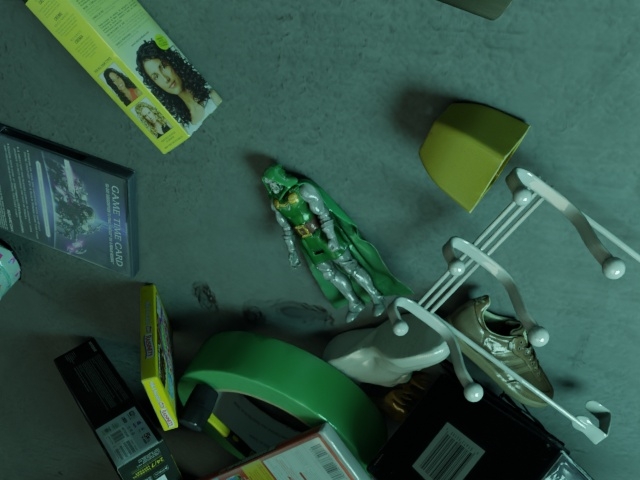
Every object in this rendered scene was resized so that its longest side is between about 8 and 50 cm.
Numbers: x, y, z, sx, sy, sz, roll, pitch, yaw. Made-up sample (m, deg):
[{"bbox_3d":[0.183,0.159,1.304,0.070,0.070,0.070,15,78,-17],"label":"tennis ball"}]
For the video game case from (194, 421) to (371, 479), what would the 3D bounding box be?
[{"bbox_3d":[-0.042,0.386,1.113,0.285,0.025,0.204,-31,100,29],"label":"video game case"}]

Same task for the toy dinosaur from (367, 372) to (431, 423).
[{"bbox_3d":[0.113,0.242,1.134,0.212,0.064,0.112,14,134,14],"label":"toy dinosaur"}]

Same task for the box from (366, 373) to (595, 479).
[{"bbox_3d":[0.256,0.356,0.975,0.294,0.182,0.296,41,175,-17],"label":"box"}]

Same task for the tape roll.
[{"bbox_3d":[-0.059,0.267,1.189,0.321,0.077,0.321,19,143,15],"label":"tape roll"}]

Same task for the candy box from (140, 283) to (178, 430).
[{"bbox_3d":[-0.236,0.166,1.149,0.027,0.206,0.105,-13,127,-4],"label":"candy box"}]

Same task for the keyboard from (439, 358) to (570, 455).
[{"bbox_3d":[0.243,0.208,1.016,0.192,0.038,0.100,36,172,42],"label":"keyboard"}]

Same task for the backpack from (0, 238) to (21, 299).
[{"bbox_3d":[-0.558,0.032,1.221,0.182,0.115,0.152,27,149,11],"label":"backpack"}]

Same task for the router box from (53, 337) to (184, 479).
[{"bbox_3d":[-0.314,0.337,1.296,0.309,0.081,0.242,37,149,47],"label":"router box"}]

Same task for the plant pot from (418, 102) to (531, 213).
[{"bbox_3d":[0.153,-0.096,0.817,0.083,0.081,0.081,35,136,11],"label":"plant pot"}]

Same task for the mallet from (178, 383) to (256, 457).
[{"bbox_3d":[-0.146,0.287,1.156,0.039,0.062,0.189,5,138,33],"label":"mallet"}]

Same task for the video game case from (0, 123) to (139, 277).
[{"bbox_3d":[-0.392,-0.062,1.139,0.274,0.026,0.196,19,134,9],"label":"video game case"}]

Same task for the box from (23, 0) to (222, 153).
[{"bbox_3d":[-0.220,-0.214,0.885,0.058,0.087,0.232,-25,115,41],"label":"box"}]

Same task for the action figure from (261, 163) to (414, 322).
[{"bbox_3d":[0.000,0.000,0.985,0.137,0.063,0.232,-20,114,40],"label":"action figure"}]

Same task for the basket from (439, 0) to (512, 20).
[{"bbox_3d":[0.075,-0.289,0.639,0.227,0.154,0.204,28,136,-4],"label":"basket"}]

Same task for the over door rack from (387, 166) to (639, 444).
[{"bbox_3d":[0.269,0.095,0.854,0.324,0.108,0.239,30,125,-12],"label":"over door rack"}]

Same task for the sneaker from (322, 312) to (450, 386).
[{"bbox_3d":[0.105,0.160,1.065,0.212,0.080,0.094,-15,124,46],"label":"sneaker"}]

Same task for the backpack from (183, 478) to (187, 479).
[{"bbox_3d":[-0.302,0.663,1.591,0.290,0.273,0.355,29,148,-9],"label":"backpack"}]

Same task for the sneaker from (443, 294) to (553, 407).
[{"bbox_3d":[0.241,0.141,0.986,0.188,0.066,0.071,37,117,-19],"label":"sneaker"}]
